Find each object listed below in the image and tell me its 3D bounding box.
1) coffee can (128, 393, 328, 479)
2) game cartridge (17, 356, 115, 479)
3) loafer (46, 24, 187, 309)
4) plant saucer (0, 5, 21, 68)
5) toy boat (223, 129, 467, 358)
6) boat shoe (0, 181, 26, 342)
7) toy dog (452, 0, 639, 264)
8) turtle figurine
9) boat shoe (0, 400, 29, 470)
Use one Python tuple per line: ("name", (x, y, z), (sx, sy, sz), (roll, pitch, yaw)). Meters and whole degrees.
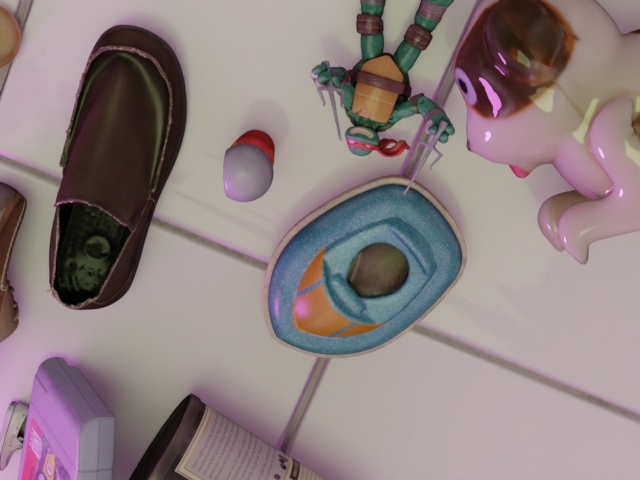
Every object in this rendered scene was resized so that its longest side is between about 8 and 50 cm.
("coffee can", (-0.099, 0.348, 1.775), (0.275, 0.201, 0.201), (32, 108, -7))
("game cartridge", (-0.327, 0.320, 1.791), (0.060, 0.196, 0.294), (-1, 113, -35))
("loafer", (-0.245, -0.071, 1.683), (0.134, 0.130, 0.366), (11, 109, 0))
("plant saucer", (-0.398, -0.246, 1.696), (0.083, 0.015, 0.083), (1, 108, 4))
("toy boat", (0.000, 0.000, 1.679), (0.267, 0.148, 0.318), (-41, 102, 16))
("boat shoe", (-0.439, 0.079, 1.769), (0.116, 0.123, 0.324), (20, 102, -38))
("toy dog", (0.344, -0.151, 1.538), (0.408, 0.284, 0.395), (14, 109, 1))
("turtle figurine", (0.068, -0.181, 1.632), (0.175, 0.118, 0.234), (13, 94, -15))
("boat shoe", (-0.402, 0.260, 1.857), (0.035, 0.035, 0.100), (18, 102, 1))
